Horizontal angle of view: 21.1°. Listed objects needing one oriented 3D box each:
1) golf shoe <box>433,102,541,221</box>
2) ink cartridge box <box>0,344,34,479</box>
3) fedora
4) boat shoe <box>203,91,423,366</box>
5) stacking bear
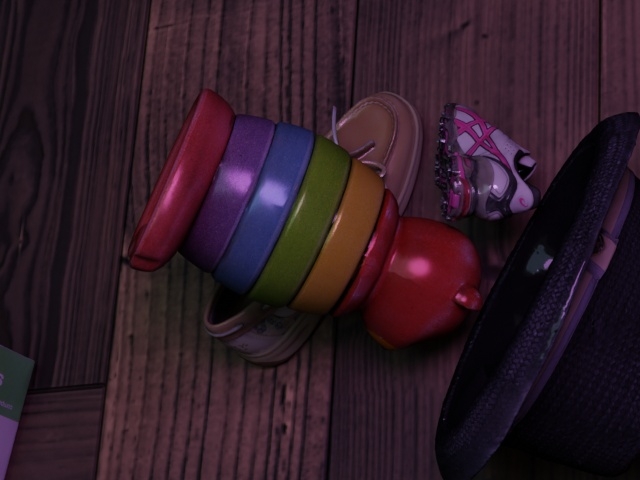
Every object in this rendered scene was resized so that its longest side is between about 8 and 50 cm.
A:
[{"bbox_3d":[0.144,-0.065,1.503,0.086,0.067,0.186,3,28,-4],"label":"golf shoe"},{"bbox_3d":[-0.426,0.232,1.682,0.211,0.121,0.289,1,70,30],"label":"ink cartridge box"},{"bbox_3d":[0.219,0.069,1.349,0.152,0.334,0.334,29,84,-1],"label":"fedora"},{"bbox_3d":[-0.004,-0.018,1.572,0.104,0.089,0.285,26,83,35],"label":"boat shoe"},{"bbox_3d":[0.000,0.000,1.463,0.289,0.175,0.164,24,91,-8],"label":"stacking bear"}]
